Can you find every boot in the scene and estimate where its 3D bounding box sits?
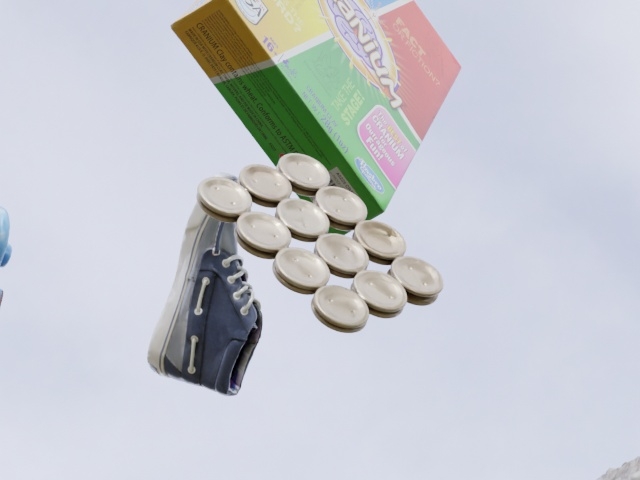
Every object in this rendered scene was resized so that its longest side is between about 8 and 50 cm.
[{"bbox_3d":[-0.082,0.040,1.581,0.086,0.069,0.190,18,-88,23],"label":"boot"}]

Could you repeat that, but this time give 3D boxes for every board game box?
[{"bbox_3d":[0.007,-0.178,1.669,0.064,0.316,0.242,-28,-73,30],"label":"board game box"}]

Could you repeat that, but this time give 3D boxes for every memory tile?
[{"bbox_3d":[0.000,0.000,1.148,0.148,0.113,0.012,43,-50,24],"label":"memory tile"}]

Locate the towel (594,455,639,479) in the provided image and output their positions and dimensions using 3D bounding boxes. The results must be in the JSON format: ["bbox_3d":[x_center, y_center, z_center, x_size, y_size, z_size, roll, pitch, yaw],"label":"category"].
[{"bbox_3d":[0.214,0.161,0.581,0.282,0.049,0.187,38,-18,3],"label":"towel"}]

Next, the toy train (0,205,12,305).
[{"bbox_3d":[-0.207,0.033,0.835,0.080,0.105,0.184,20,-20,-28],"label":"toy train"}]
